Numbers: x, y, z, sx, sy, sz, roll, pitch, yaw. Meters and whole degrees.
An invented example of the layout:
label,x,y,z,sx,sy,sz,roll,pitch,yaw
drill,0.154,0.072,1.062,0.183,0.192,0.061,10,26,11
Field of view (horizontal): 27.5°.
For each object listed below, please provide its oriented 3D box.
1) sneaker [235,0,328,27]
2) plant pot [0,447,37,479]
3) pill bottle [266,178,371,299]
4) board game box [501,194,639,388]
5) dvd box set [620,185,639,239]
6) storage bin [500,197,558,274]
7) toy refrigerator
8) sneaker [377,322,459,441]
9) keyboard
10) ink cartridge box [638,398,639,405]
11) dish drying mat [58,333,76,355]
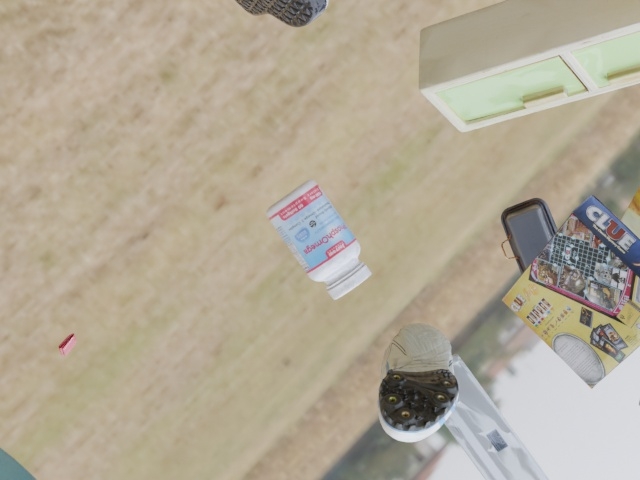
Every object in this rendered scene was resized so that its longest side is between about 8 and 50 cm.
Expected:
label,x,y,z,sx,sy,sz,roll,pitch,yaw
sneaker,-0.039,-0.294,1.391,0.097,0.084,0.234,-47,-153,-5
plant pot,-0.388,0.329,1.436,0.166,0.234,0.165,-53,-171,19
pill bottle,0.000,0.000,1.845,0.087,0.160,0.087,-35,-178,1
board game box,0.329,0.068,1.586,0.042,0.165,0.243,-39,168,-27
dvd box set,0.657,0.022,2.320,0.062,0.308,0.420,-9,139,-29
storage bin,0.354,0.002,2.209,0.098,0.135,0.091,-21,178,11
toy refrigerator,0.247,-0.203,1.406,0.269,0.094,0.102,-14,148,30
sneaker,0.101,0.163,1.390,0.237,0.085,0.086,-64,166,-72
keyboard,0.228,0.272,1.753,0.072,0.256,0.014,-36,-178,12
ink cartridge box,0.519,0.220,1.814,0.122,0.088,0.052,-7,118,-30
dish drying mat,-0.383,0.159,1.989,0.032,0.008,0.083,-50,177,-15
